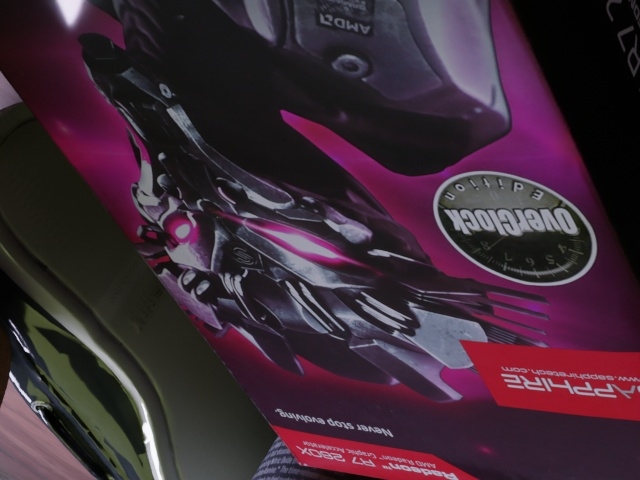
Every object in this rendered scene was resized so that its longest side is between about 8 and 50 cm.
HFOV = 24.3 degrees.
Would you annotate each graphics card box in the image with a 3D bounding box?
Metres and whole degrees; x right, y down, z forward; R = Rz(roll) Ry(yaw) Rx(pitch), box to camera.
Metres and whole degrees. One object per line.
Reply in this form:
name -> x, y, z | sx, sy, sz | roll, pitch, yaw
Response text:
graphics card box -> 0.022, -0.037, 0.550 | 0.233, 0.094, 0.371 | 4, 140, 37

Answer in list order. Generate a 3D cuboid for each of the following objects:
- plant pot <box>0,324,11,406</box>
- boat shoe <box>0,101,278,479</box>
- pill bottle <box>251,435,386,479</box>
plant pot -> -0.282, 0.035, 0.689 | 0.254, 0.237, 0.237 | 32, 152, -29
boat shoe -> -0.109, 0.071, 0.838 | 0.113, 0.127, 0.340 | -4, 133, 45
pill bottle -> 0.015, 0.161, 0.746 | 0.130, 0.245, 0.130 | 23, 150, 14
